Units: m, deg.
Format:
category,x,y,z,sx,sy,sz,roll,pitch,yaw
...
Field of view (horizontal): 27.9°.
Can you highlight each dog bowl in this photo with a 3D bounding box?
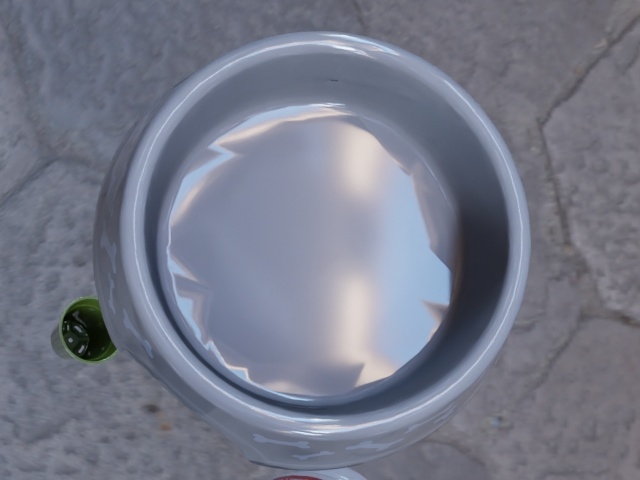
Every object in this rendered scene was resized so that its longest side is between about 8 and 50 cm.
category,x,y,z,sx,sy,sz,roll,pitch,yaw
dog bowl,0.000,0.000,0.985,0.348,0.102,0.349,2,79,-9

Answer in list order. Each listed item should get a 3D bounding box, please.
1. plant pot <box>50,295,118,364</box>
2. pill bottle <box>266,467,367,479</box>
category,x,y,z,sx,sy,sz,roll,pitch,yaw
plant pot,-0.294,0.116,1.576,0.083,0.079,0.083,10,71,-30
pill bottle,-0.042,0.439,1.672,0.229,0.407,0.229,3,101,16
